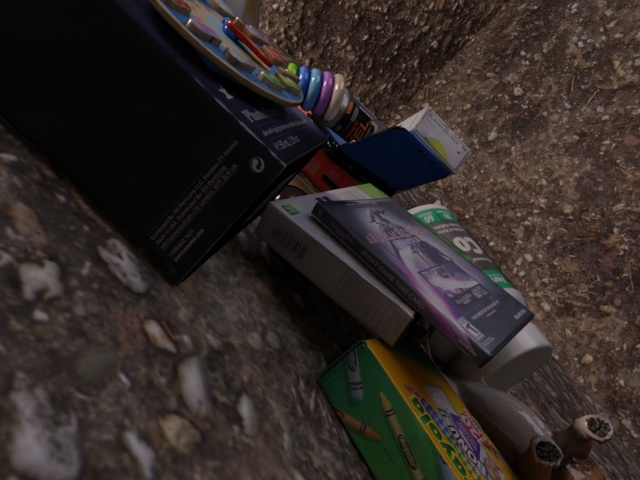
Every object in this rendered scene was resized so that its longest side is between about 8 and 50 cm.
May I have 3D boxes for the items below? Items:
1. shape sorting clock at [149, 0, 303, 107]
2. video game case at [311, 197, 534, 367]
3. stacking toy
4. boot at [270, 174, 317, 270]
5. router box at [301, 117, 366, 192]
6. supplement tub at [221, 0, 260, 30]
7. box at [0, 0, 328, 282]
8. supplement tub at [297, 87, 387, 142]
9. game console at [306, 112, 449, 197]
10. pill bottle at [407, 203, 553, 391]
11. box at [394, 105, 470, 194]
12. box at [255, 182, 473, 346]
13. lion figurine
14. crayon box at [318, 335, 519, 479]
[{"bbox_3d":[-0.098,-0.220,0.502,0.206,0.040,0.206,40,20,-18],"label":"shape sorting clock"},{"bbox_3d":[0.139,0.033,0.619,0.274,0.026,0.196,44,29,24],"label":"video game case"},{"bbox_3d":[-0.102,-0.455,1.349,0.330,0.141,0.141,13,28,-15],"label":"stacking toy"},{"bbox_3d":[0.000,0.000,0.816,0.248,0.090,0.207,35,33,-34],"label":"boot"},{"bbox_3d":[0.046,-0.200,1.294,0.301,0.082,0.335,45,18,-4],"label":"router box"},{"bbox_3d":[-0.245,-0.448,0.863,0.241,0.241,0.331,43,10,-11],"label":"supplement tub"},{"bbox_3d":[-0.167,-0.153,0.566,0.294,0.183,0.296,43,18,-6],"label":"box"},{"bbox_3d":[0.079,-0.394,1.607,0.316,0.193,0.193,31,23,-37],"label":"supplement tub"},{"bbox_3d":[0.141,-0.235,1.171,0.293,0.173,0.250,24,29,-50],"label":"game console"},{"bbox_3d":[0.272,0.113,0.940,0.204,0.204,0.361,26,26,-47],"label":"pill bottle"},{"bbox_3d":[0.249,-0.238,1.300,0.169,0.087,0.290,43,-20,-15],"label":"box"},{"bbox_3d":[0.086,0.010,0.700,0.232,0.058,0.322,39,28,18],"label":"box"},{"bbox_3d":[0.260,0.266,0.682,0.392,0.142,0.240,54,-17,42],"label":"lion figurine"},{"bbox_3d":[0.132,0.246,0.540,0.278,0.081,0.165,55,19,26],"label":"crayon box"}]
